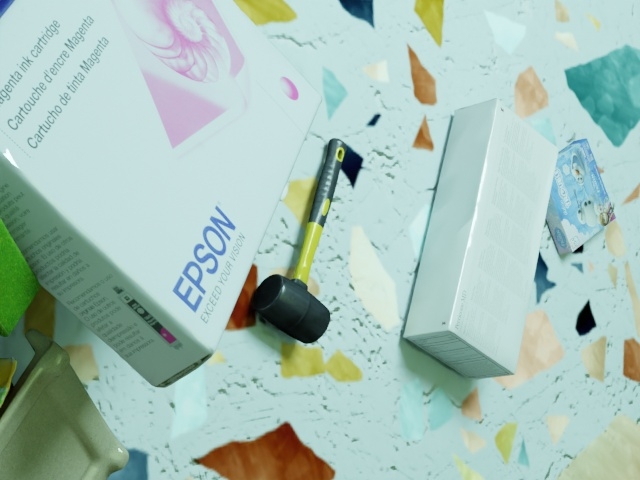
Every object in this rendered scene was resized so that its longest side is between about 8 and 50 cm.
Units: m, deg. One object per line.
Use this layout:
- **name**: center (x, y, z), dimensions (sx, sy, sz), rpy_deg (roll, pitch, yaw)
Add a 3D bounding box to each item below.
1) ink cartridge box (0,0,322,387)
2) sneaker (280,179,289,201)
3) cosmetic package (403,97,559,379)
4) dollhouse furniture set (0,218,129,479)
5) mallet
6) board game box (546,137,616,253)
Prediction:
- **ink cartridge box**: center (-0.158, -0.116, 1.118), dimensions (0.330, 0.071, 0.324), rpy_deg (46, 35, -19)
- **sneaker**: center (-0.075, -0.053, 1.293), dimensions (0.152, 0.054, 0.061), rpy_deg (-5, 88, -46)
- **cosmetic package**: center (0.148, -0.002, 1.501), dimensions (0.099, 0.060, 0.239), rpy_deg (36, 58, -37)
- **dollhouse furniture set**: center (-0.268, 0.118, 1.055), dimensions (0.197, 0.151, 0.301), rpy_deg (-59, 151, -28)
- **mallet**: center (0.000, 0.000, 1.373), dimensions (0.062, 0.039, 0.189), rpy_deg (44, 50, -28)
- **board game box**: center (0.254, -0.045, 1.645), dimensions (0.090, 0.020, 0.090), rpy_deg (-33, 105, -42)
